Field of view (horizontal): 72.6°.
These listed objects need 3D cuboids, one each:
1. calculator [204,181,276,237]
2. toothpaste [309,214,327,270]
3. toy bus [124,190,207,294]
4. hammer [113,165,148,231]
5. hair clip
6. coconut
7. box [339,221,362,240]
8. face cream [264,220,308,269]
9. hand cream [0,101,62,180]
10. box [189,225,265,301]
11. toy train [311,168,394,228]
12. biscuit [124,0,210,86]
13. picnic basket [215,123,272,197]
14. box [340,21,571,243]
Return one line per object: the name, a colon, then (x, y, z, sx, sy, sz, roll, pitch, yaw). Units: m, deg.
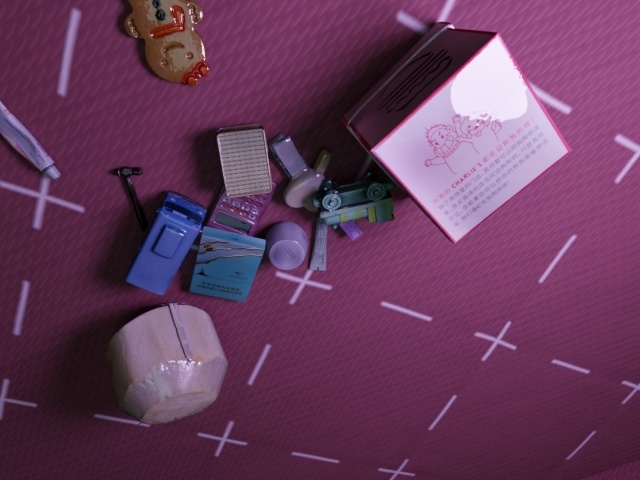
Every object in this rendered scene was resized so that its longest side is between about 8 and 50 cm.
calculator: (-0.204, -0.089, 1.118, 0.126, 0.034, 0.191, 23, 107, -18)
toothpaste: (0.000, 0.000, 1.196, 0.048, 0.029, 0.197, 2, 120, -6)
toy bus: (-0.384, 0.008, 1.085, 0.116, 0.134, 0.234, 27, 111, -20)
hammer: (-0.456, -0.099, 1.083, 0.065, 0.021, 0.179, -8, 119, -5)
hair clip: (-0.039, -0.167, 1.085, 0.159, 0.071, 0.219, -30, 122, 6)
coconut: (-0.410, 0.317, 1.171, 0.322, 0.323, 0.323, -3, 118, -6)
box: (0.063, -0.056, 1.162, 0.036, 0.051, 0.117, -37, 118, 10)
face cream: (-0.090, 0.013, 1.146, 0.117, 0.104, 0.117, -2, 118, -5)
hand cream: (-0.674, -0.225, 0.980, 0.052, 0.038, 0.216, -40, 112, -13)
box: (-0.250, 0.069, 1.157, 0.161, 0.042, 0.229, 12, 132, -15)
toy train: (0.083, -0.092, 1.075, 0.200, 0.083, 0.132, -11, 127, 3)
biscuit: (-0.320, -0.436, 0.914, 0.165, 0.036, 0.226, -12, 119, -3)
picnic basket: (-0.177, -0.185, 1.025, 0.115, 0.079, 0.164, -9, 109, -9)
box: (0.275, -0.237, 0.952, 0.314, 0.300, 0.312, -42, 116, 14)
